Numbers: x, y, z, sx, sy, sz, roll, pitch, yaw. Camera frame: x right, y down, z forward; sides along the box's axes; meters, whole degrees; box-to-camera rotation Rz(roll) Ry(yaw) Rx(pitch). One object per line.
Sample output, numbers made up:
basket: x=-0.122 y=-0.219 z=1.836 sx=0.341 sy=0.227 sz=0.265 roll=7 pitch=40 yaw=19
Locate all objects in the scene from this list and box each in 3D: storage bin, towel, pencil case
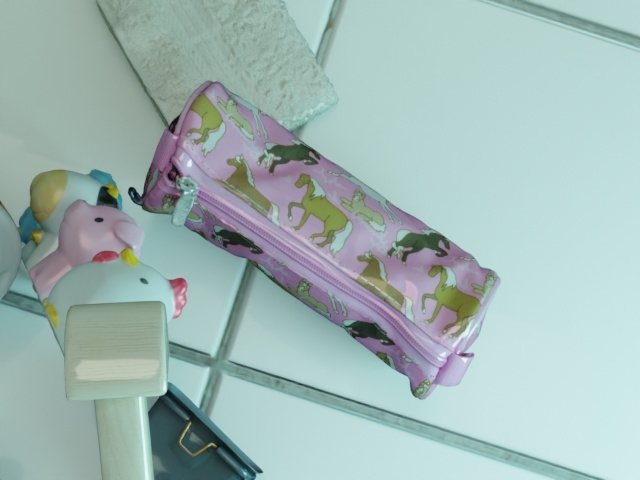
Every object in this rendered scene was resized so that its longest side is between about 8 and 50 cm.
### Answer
storage bin: x=-0.139 y=0.222 z=1.578 sx=0.135 sy=0.098 sz=0.091 roll=42 pitch=87 yaw=7
towel: x=-0.123 y=-0.227 z=1.716 sx=0.187 sy=0.049 sz=0.282 roll=-29 pitch=80 yaw=-10
pencil case: x=0.000 y=0.000 z=1.587 sx=0.386 sy=0.160 sz=0.167 roll=34 pitch=64 yaw=-3

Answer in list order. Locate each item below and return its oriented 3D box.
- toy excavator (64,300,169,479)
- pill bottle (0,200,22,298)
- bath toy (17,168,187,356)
toy excavator: x=-0.152 y=0.299 z=1.369 sx=0.222 sy=0.445 sz=0.433 roll=-2 pitch=76 yaw=-6
pill bottle: x=-0.415 y=-0.046 z=1.550 sx=0.152 sy=0.152 sz=0.272 roll=-32 pitch=47 yaw=-12
bath toy: x=-0.217 y=0.020 z=1.494 sx=0.129 sy=0.348 sz=0.151 roll=-22 pitch=111 yaw=-10
